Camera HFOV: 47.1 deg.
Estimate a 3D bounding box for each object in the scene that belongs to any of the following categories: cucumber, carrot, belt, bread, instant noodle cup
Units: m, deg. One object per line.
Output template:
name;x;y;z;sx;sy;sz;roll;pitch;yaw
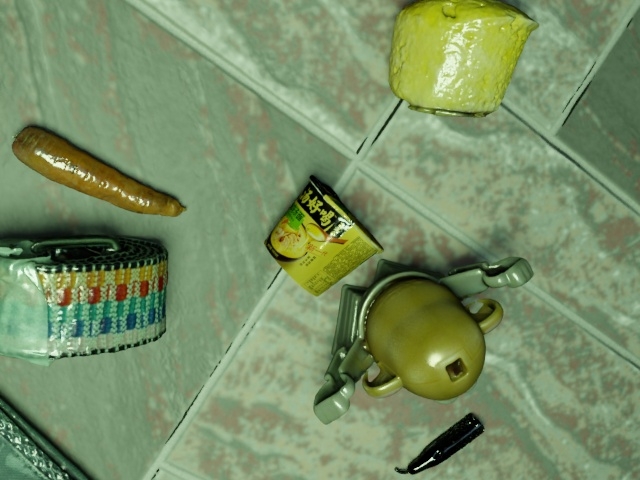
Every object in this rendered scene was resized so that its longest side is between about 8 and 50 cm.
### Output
cucumber;0.201;0.350;1.226;0.163;0.039;0.043;-36;86;-9
carrot;-0.299;-0.083;1.001;0.248;0.059;0.059;26;92;-21
belt;-0.325;0.064;0.940;0.258;0.207;0.149;-2;100;-32
bread;0.194;-0.260;1.034;0.197;0.197;0.170;6;103;-17
instant noodle cup;0.000;0.000;1.059;0.151;0.151;0.122;42;99;-18

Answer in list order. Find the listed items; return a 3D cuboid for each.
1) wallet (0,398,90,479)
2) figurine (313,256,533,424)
wallet;-0.481;0.345;1.020;0.237;0.075;0.342;-38;110;0
figurine;0.132;0.128;1.037;0.167;0.285;0.342;36;88;-17
